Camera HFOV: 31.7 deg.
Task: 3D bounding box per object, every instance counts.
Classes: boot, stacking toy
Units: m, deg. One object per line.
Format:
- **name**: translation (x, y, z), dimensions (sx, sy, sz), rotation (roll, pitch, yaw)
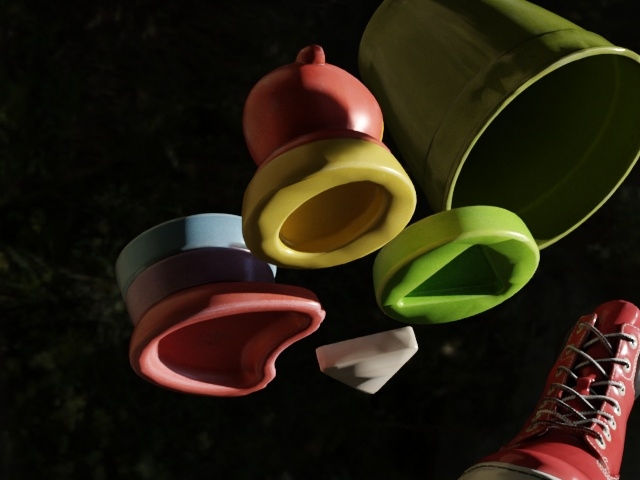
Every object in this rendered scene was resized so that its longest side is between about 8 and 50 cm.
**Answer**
- **boot**: translation (0.152, 0.105, 0.686), dimensions (0.176, 0.088, 0.244), rotation (-68, 160, -10)
- **stacking toy**: translation (0.000, 0.000, 0.899), dimensions (0.309, 0.280, 0.130), rotation (-43, -131, 37)

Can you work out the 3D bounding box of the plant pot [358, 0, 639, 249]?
- **plant pot**: translation (0.241, -0.218, 1.686), dimensions (0.353, 0.367, 0.366), rotation (51, -38, 38)
